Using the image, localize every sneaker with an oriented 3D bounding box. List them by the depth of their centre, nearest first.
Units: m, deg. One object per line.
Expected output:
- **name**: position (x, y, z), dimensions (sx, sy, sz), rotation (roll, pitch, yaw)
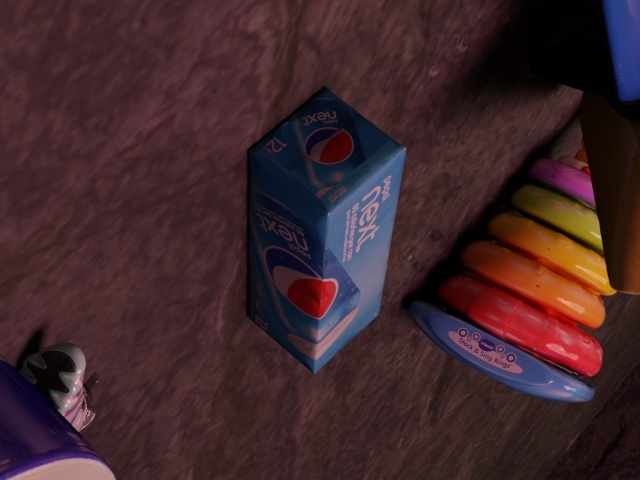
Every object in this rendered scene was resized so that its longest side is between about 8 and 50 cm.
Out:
- **sneaker**: position (-0.146, 0.086, 0.874), dimensions (0.069, 0.038, 0.098), rotation (-25, 158, -54)

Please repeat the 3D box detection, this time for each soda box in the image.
- **soda box**: position (0.000, 0.000, 0.987), dimensions (0.071, 0.067, 0.210), rotation (-42, 158, -24)

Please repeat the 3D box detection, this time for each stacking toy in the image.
- **stacking toy**: position (0.223, -0.012, 1.373), dimensions (0.302, 0.175, 0.166), rotation (-62, 163, 0)

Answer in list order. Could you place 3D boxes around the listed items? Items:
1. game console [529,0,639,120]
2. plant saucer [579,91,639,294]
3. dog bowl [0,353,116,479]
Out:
- **game console**: position (0.287, -0.228, 1.067), dimensions (0.293, 0.173, 0.250), rotation (-30, 139, -6)
- **plant saucer**: position (0.339, -0.122, 1.092), dimensions (0.332, 0.081, 0.333), rotation (-21, -156, 15)
- **dog bowl**: position (-0.228, 0.173, 0.745), dimensions (0.265, 0.104, 0.265), rotation (-43, 160, -20)
